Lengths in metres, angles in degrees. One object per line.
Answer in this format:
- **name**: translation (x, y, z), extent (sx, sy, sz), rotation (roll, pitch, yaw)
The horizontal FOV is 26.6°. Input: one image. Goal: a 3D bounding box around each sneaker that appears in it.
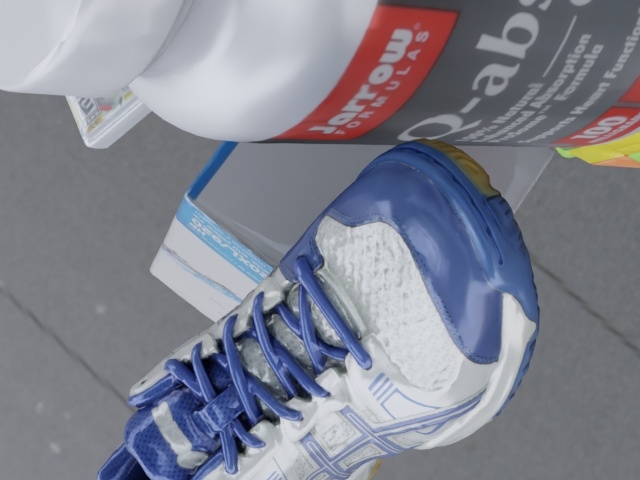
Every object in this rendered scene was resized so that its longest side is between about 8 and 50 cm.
- **sneaker**: translation (-0.014, 0.070, 0.596), extent (0.111, 0.131, 0.296), rotation (58, 146, 19)

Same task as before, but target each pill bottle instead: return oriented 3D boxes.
- **pill bottle**: translation (0.017, -0.149, 0.647), extent (0.210, 0.363, 0.210), rotation (5, 96, 52)

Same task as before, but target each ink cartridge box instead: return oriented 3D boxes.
- **ink cartridge box**: translation (0.008, -0.017, 0.904), extent (0.168, 0.171, 0.233), rotation (36, 163, -3)

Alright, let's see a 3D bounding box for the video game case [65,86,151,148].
- **video game case**: translation (-0.129, -0.212, 0.990), extent (0.227, 0.026, 0.206), rotation (-35, 69, 30)

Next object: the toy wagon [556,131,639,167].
- **toy wagon**: translation (0.359, -0.141, 1.462), extent (0.344, 0.068, 0.267), rotation (21, 157, -40)
